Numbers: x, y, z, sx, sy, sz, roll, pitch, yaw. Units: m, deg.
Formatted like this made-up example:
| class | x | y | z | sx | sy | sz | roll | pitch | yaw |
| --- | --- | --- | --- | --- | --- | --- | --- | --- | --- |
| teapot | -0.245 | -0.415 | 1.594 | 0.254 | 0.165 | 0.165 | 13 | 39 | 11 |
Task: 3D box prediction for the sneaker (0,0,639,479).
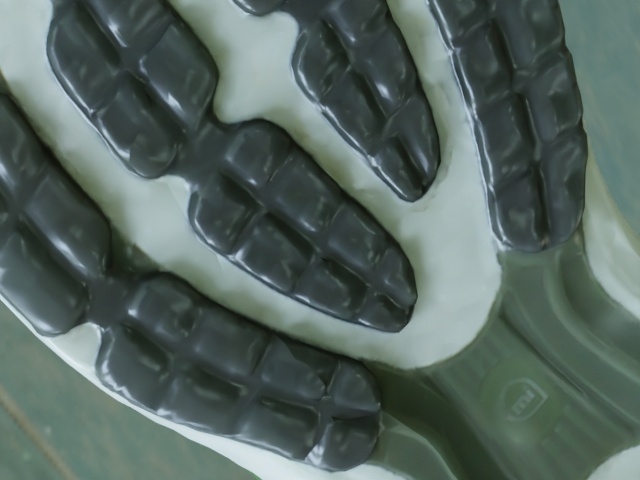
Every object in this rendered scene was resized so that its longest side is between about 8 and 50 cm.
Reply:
| class | x | y | z | sx | sy | sz | roll | pitch | yaw |
| --- | --- | --- | --- | --- | --- | --- | --- | --- | --- |
| sneaker | 0.000 | 0.000 | 0.531 | 0.158 | 0.182 | 0.410 | -40 | 111 | -9 |
